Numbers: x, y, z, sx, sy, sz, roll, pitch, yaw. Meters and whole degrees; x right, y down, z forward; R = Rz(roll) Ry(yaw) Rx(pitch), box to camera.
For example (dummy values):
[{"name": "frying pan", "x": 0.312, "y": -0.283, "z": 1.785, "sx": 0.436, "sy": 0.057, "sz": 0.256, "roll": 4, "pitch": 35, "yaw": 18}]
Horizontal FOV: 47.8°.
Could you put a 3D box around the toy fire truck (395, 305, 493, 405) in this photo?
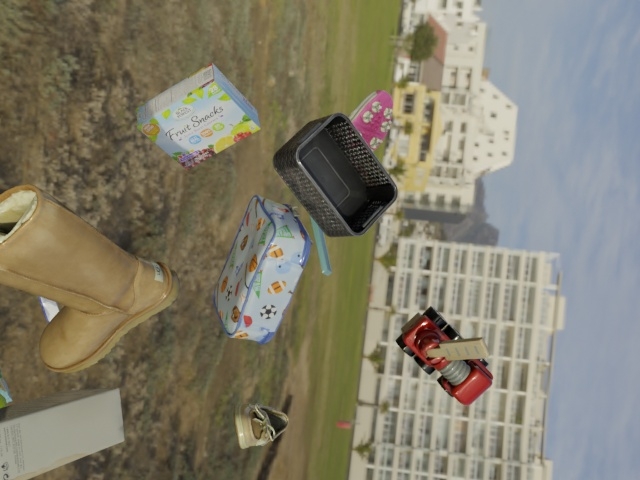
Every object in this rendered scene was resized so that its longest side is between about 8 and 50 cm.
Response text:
[{"name": "toy fire truck", "x": 0.298, "y": 0.261, "z": 1.566, "sx": 0.158, "sy": 0.217, "sz": 0.246, "roll": -44, "pitch": -171, "yaw": 6}]

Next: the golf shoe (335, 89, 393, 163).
[{"name": "golf shoe", "x": 0.050, "y": -0.224, "z": 1.679, "sx": 0.115, "sy": 0.140, "sz": 0.306, "roll": 30, "pitch": 94, "yaw": -46}]

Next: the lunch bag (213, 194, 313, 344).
[{"name": "lunch bag", "x": -0.132, "y": 0.055, "z": 1.592, "sx": 0.303, "sy": 0.115, "sz": 0.243, "roll": -64, "pitch": -153, "yaw": 17}]

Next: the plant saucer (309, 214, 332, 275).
[{"name": "plant saucer", "x": 0.000, "y": 0.000, "z": 1.969, "sx": 0.067, "sy": 0.018, "sz": 0.191, "roll": 34, "pitch": 43, "yaw": -72}]

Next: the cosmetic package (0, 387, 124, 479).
[{"name": "cosmetic package", "x": -0.524, "y": 0.355, "z": 1.319, "sx": 0.309, "sy": 0.160, "sz": 0.113, "roll": 0, "pitch": 82, "yaw": -64}]

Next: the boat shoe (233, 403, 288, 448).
[{"name": "boat shoe", "x": -0.145, "y": 0.441, "z": 1.754, "sx": 0.285, "sy": 0.089, "sz": 0.104, "roll": 51, "pitch": 30, "yaw": -79}]

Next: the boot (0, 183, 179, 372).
[{"name": "boot", "x": -0.334, "y": 0.056, "z": 0.881, "sx": 0.089, "sy": 0.236, "sz": 0.269, "roll": 58, "pitch": 10, "yaw": 31}]

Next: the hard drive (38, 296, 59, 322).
[{"name": "hard drive", "x": -0.804, "y": 0.100, "z": 2.075, "sx": 0.319, "sy": 0.040, "sz": 0.210, "roll": 21, "pitch": -53, "yaw": 66}]

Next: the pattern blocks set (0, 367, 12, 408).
[{"name": "pattern blocks set", "x": -0.689, "y": 0.223, "z": 1.481, "sx": 0.285, "sy": 0.026, "sz": 0.325, "roll": 67, "pitch": -21, "yaw": 8}]

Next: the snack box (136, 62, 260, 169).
[{"name": "snack box", "x": -0.266, "y": -0.265, "z": 1.574, "sx": 0.174, "sy": 0.207, "sz": 0.070, "roll": 44, "pitch": 26, "yaw": -48}]

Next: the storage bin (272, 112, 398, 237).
[{"name": "storage bin", "x": 0.025, "y": -0.104, "z": 1.181, "sx": 0.122, "sy": 0.180, "sz": 0.084, "roll": -46, "pitch": -159, "yaw": -23}]
